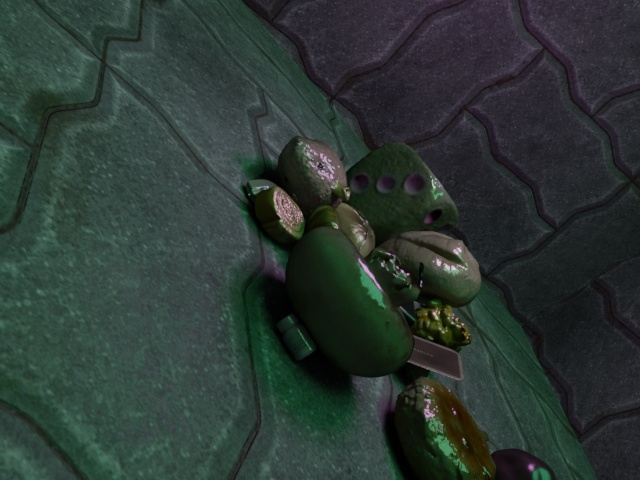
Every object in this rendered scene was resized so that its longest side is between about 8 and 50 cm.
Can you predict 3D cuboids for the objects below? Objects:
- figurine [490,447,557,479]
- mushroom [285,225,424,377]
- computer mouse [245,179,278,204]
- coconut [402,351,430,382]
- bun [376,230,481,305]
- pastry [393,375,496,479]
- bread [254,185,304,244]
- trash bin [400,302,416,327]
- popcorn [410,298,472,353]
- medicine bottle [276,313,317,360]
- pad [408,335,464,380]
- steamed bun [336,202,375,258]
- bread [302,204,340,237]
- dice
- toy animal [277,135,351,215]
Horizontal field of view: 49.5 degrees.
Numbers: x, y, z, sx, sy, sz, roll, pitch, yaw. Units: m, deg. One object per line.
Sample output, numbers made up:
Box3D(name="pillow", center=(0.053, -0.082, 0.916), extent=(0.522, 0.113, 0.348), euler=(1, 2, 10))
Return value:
Box3D(name="figurine", center=(0.523, 0.696, 1.861), extent=(0.365, 0.206, 0.218), euler=(72, 20, -51))
Box3D(name="mushroom", center=(0.094, 0.116, 1.527), extent=(0.362, 0.295, 0.362), euler=(57, 4, -6))
Box3D(name="computer mouse", center=(-0.140, -0.123, 1.830), extent=(0.089, 0.056, 0.182), euler=(53, 16, 15))
Box3D(name="coconut", center=(0.268, 0.356, 1.935), extent=(0.081, 0.083, 0.082), euler=(-22, 95, -39))
Box3D(name="bun", center=(0.344, 0.081, 2.221), extent=(0.365, 0.219, 0.365), euler=(17, -11, 3))
Box3D(name="pastry", center=(0.284, 0.472, 1.636), extent=(0.329, 0.136, 0.329), euler=(46, 19, -21))
Box3D(name="bread", center=(-0.098, -0.060, 1.737), extent=(0.149, 0.073, 0.122), euler=(45, 38, -39))
Box3D(name="trash bin", center=(0.143, 0.151, 1.913), extent=(0.225, 0.115, 0.165), euler=(43, 17, -10))
Box3D(name="popcorn", center=(0.346, 0.277, 2.107), extent=(0.218, 0.189, 0.169), euler=(35, 27, -43))
Box3D(name="medicine bottle", center=(-0.050, 0.198, 1.424), extent=(0.089, 0.052, 0.052), euler=(56, 17, 8))
Box3D(name="pad", center=(0.270, 0.305, 1.926), extent=(0.266, 0.002, 0.176), euler=(20, 20, 0))
Box3D(name="steamed bun", center=(0.102, -0.033, 2.218), extent=(0.212, 0.110, 0.231), euler=(54, 14, 1))
Box3D(name="bread", center=(0.005, 0.008, 1.805), extent=(0.213, 0.105, 0.213), euler=(0, 90, -90))
Box3D(name="dice", center=(0.270, -0.125, 2.451), extent=(0.322, 0.330, 0.318), euler=(59, 9, 31))
Box3D(name="toy animal", center=(-0.021, -0.187, 2.052), extent=(0.226, 0.188, 0.358), euler=(65, 16, 0))
